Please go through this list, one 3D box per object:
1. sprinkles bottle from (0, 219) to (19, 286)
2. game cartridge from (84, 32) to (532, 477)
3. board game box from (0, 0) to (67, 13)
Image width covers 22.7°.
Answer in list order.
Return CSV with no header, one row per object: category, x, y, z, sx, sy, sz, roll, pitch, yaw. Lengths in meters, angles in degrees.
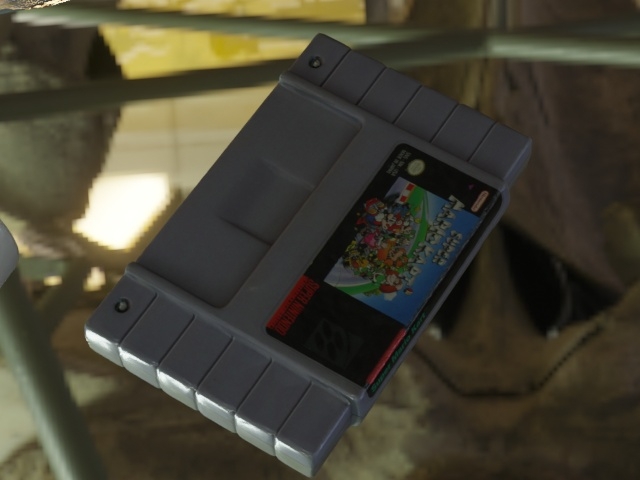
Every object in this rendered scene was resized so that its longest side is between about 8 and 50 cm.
sprinkles bottle,-0.348,0.108,1.041,0.121,0.121,0.355,11,-123,43
game cartridge,0.000,0.000,1.319,0.230,0.068,0.355,26,-118,20
board game box,-0.237,-0.264,0.826,0.086,0.308,0.302,-14,-172,27
